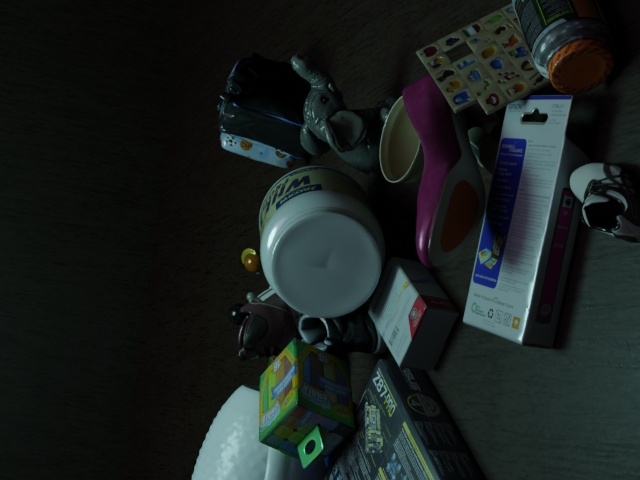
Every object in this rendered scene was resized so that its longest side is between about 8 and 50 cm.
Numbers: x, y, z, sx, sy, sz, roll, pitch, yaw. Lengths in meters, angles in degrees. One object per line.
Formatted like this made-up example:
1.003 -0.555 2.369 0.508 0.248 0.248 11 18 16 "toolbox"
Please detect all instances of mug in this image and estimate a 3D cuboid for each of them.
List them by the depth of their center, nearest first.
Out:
-0.111 0.469 2.038 0.374 0.276 0.328 160 124 -81 "mug"

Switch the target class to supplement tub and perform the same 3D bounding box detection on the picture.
0.359 -0.313 1.513 0.117 0.117 0.190 125 147 -44 "supplement tub"
0.000 0.000 1.970 0.325 0.235 0.235 -103 29 -73 "supplement tub"

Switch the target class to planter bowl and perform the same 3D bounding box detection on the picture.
0.190 -0.174 1.847 0.162 0.109 0.162 -170 90 -68 "planter bowl"

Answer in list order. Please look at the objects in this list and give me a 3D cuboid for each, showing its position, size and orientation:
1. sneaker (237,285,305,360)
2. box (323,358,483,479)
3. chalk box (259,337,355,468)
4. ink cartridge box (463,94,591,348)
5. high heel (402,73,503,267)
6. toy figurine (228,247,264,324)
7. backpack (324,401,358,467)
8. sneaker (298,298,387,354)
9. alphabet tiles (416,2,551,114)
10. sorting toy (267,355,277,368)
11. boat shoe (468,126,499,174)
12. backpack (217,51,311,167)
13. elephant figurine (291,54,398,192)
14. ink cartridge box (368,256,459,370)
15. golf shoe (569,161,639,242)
-0.082 0.236 2.102 0.281 0.162 0.106 64 159 -4 "sneaker"
0.137 0.443 1.738 0.395 0.097 0.318 -118 41 -56 "box"
-0.028 0.313 1.881 0.132 0.132 0.213 -49 26 29 "chalk box"
0.316 -0.034 1.562 0.176 0.069 0.371 -162 80 -67 "ink cartridge box"
0.173 -0.114 1.647 0.181 0.127 0.377 -2 51 35 "high heel"
-0.098 0.134 2.264 0.209 0.148 0.213 35 114 42 "toy figurine"
0.037 0.377 1.988 0.120 0.098 0.101 -109 20 -46 "backpack"
0.020 0.150 2.033 0.268 0.153 0.101 -142 54 -63 "sneaker"
0.279 -0.291 1.651 0.009 0.198 0.237 60 -174 -41 "alphabet tiles"
-0.094 0.284 2.405 0.102 0.042 0.061 126 163 -66 "sorting toy"
0.283 -0.140 1.711 0.043 0.049 0.137 64 179 -38 "boat shoe"
-0.119 -0.317 2.458 0.263 0.276 0.213 -86 22 -46 "backpack"
0.032 -0.236 2.067 0.169 0.239 0.186 124 147 -43 "elephant figurine"
0.163 0.128 1.832 0.175 0.072 0.127 -119 44 -56 "ink cartridge box"
0.381 -0.058 1.380 0.198 0.094 0.077 -132 51 -58 "golf shoe"
